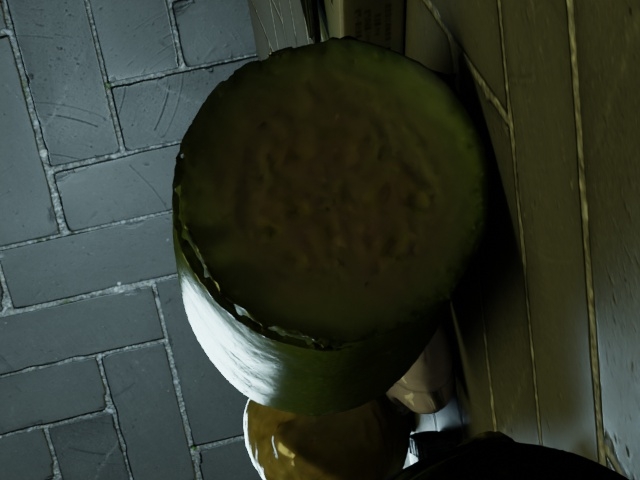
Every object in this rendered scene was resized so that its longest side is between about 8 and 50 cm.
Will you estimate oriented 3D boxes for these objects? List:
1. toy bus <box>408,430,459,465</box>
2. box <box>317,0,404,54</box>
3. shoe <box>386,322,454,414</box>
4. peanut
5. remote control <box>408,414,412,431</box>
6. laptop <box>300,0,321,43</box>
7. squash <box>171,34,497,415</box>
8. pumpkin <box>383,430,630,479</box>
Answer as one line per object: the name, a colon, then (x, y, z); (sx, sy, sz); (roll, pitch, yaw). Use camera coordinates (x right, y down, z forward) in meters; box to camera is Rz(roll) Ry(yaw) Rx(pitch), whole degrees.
toy bus: (0.129, 0.249, 1.772); (0.166, 0.047, 0.065); (128, 133, -84)
box: (0.031, -0.260, 1.487); (0.243, 0.067, 0.155); (87, 168, -63)
shoe: (0.085, 0.121, 1.675); (0.245, 0.095, 0.137); (141, 119, -77)
peanut: (0.010, 0.214, 1.773); (0.192, 0.169, 0.387); (47, -172, 0)
remote control: (0.076, 0.154, 2.111); (0.090, 0.049, 0.230); (90, 166, -79)
laptop: (-0.023, -0.297, 1.545); (0.129, 0.016, 0.180); (83, 175, -45)
squash: (0.000, 0.000, 1.370); (0.384, 0.263, 0.263); (100, 157, -76)
pumpkin: (0.115, 0.268, 0.854); (0.323, 0.241, 0.323); (165, 90, -69)
